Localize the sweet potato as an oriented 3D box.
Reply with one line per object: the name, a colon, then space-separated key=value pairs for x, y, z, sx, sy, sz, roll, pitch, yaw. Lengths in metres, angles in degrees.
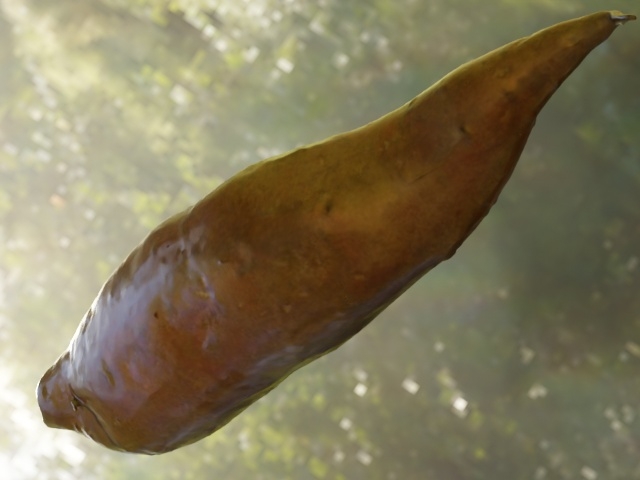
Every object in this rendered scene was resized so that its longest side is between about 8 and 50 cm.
sweet potato: x=0.000 y=0.000 z=0.487 sx=0.056 sy=0.195 sz=0.056 roll=43 pitch=-153 yaw=-28
